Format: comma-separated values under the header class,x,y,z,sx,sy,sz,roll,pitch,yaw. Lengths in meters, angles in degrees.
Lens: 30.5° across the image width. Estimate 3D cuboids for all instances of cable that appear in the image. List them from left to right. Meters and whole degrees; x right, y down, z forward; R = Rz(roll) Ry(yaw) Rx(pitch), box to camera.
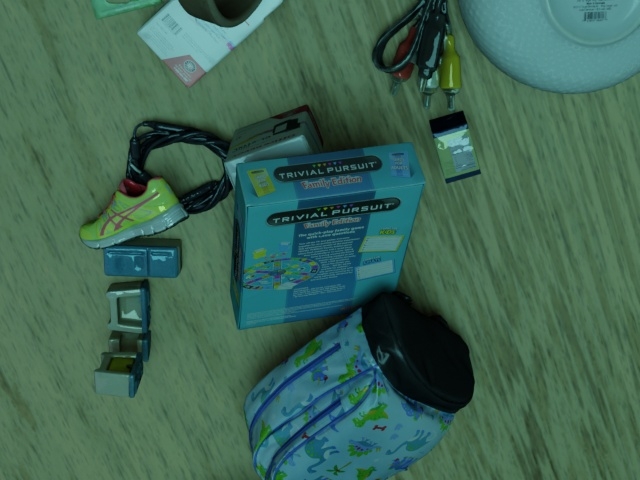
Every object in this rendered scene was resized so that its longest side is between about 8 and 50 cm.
class,x,y,z,sx,sy,sz,roll,pitch,yaw
cable,-0.213,-0.107,1.843,0.185,0.047,0.150,10,111,-3
cable,0.167,-0.342,1.756,0.140,0.072,0.287,16,99,13

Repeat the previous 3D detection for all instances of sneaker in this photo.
class,x,y,z,sx,sy,sz,roll,pitch,yaw
sneaker,-0.300,-0.049,1.835,0.209,0.081,0.094,-16,103,30

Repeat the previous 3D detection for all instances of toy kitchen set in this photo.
class,x,y,z,sx,sy,sz,roll,pitch,yaw
toy kitchen set,-0.289,0.121,1.868,0.122,0.166,0.207,1,111,1

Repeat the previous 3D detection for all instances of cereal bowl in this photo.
class,x,y,z,sx,sy,sz,roll,pitch,yaw
cereal bowl,0.372,-0.366,1.656,0.339,0.141,0.338,-2,107,-8

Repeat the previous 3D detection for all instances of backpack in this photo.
class,x,y,z,sx,sy,sz,roll,pitch,yaw
backpack,0.042,0.270,1.878,0.356,0.273,0.290,-21,147,26

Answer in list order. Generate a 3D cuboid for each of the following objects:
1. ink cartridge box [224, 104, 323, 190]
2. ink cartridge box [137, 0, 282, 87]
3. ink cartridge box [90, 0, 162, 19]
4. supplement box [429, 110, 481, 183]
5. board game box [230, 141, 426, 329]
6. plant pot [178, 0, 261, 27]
class,x,y,z,sx,sy,sz,roll,pitch,yaw
ink cartridge box,-0.067,-0.131,1.761,0.127,0.175,0.072,-19,109,8
ink cartridge box,-0.159,-0.337,1.743,0.198,0.067,0.115,-38,105,16
ink cartridge box,-0.316,-0.429,1.713,0.109,0.062,0.209,-14,111,5
supplement box,0.206,-0.143,1.799,0.056,0.083,0.083,-15,109,8
board game box,0.000,0.000,1.741,0.254,0.079,0.336,-8,147,-12
plant pot,-0.187,-0.441,1.572,0.229,0.263,0.263,21,112,16
